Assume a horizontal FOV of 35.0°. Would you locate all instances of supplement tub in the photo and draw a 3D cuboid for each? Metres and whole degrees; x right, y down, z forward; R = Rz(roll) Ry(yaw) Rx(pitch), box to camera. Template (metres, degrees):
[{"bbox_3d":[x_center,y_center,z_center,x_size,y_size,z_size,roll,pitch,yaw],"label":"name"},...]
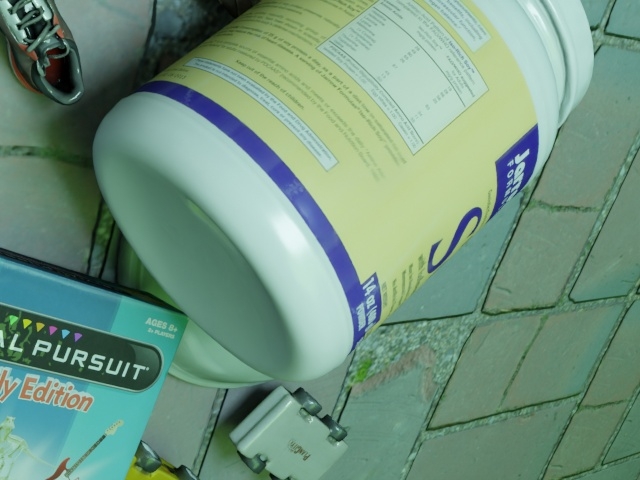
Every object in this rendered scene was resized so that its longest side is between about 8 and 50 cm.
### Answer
[{"bbox_3d":[0.025,-0.082,0.768,0.331,0.241,0.241,-41,141,-23],"label":"supplement tub"}]

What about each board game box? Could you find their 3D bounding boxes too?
[{"bbox_3d":[-0.280,0.174,0.798,0.253,0.079,0.336,22,89,-42],"label":"board game box"}]

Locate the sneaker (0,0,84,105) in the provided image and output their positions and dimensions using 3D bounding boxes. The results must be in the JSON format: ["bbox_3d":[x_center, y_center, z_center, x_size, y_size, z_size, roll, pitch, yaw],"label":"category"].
[{"bbox_3d":[-0.202,-0.159,0.707,0.061,0.065,0.158,-39,140,-14],"label":"sneaker"}]

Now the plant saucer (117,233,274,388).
[{"bbox_3d":[0.000,0.000,1.000,0.400,0.100,0.401,-25,134,-29],"label":"plant saucer"}]

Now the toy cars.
[{"bbox_3d":[-0.121,0.225,1.079,0.393,0.087,0.177,-9,131,-43],"label":"toy cars"}]

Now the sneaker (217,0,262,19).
[{"bbox_3d":[-0.094,-0.232,0.772,0.071,0.066,0.188,-18,140,3],"label":"sneaker"}]
